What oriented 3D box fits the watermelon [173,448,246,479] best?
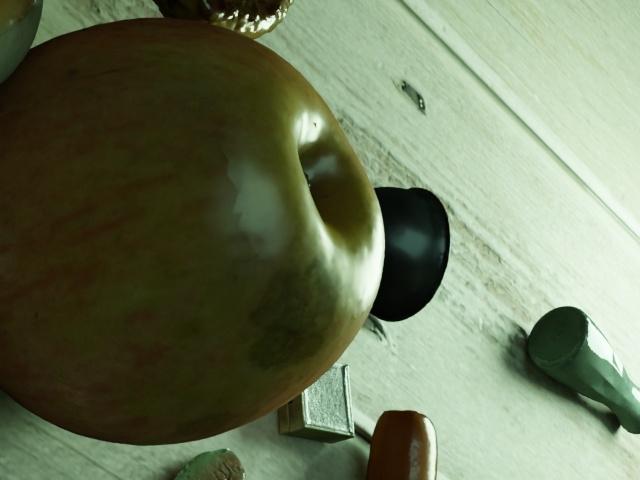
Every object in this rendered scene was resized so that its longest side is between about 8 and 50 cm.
[{"bbox_3d":[-0.091,0.238,1.574,0.155,0.080,0.101,-12,73,-37],"label":"watermelon"}]

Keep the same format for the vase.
[{"bbox_3d":[0.345,0.167,2.124,0.214,0.086,0.086,40,46,-38],"label":"vase"}]

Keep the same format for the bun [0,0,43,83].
[{"bbox_3d":[-0.365,-0.205,1.348,0.299,0.165,0.299,18,50,-22],"label":"bun"}]

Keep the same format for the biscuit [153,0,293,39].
[{"bbox_3d":[-0.146,-0.322,1.534,0.289,0.081,0.334,-19,81,-59],"label":"biscuit"}]

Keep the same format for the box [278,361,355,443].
[{"bbox_3d":[-0.007,0.158,1.732,0.083,0.035,0.079,17,61,-46],"label":"box"}]

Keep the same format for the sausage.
[{"bbox_3d":[0.081,0.267,1.759,0.076,0.076,0.197,29,54,-40],"label":"sausage"}]

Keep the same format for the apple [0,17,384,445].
[{"bbox_3d":[-0.128,-0.011,1.428,0.364,0.364,0.364,25,55,-42],"label":"apple"}]

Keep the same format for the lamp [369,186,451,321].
[{"bbox_3d":[0.000,0.000,1.752,0.227,0.147,0.172,14,86,-38],"label":"lamp"}]
